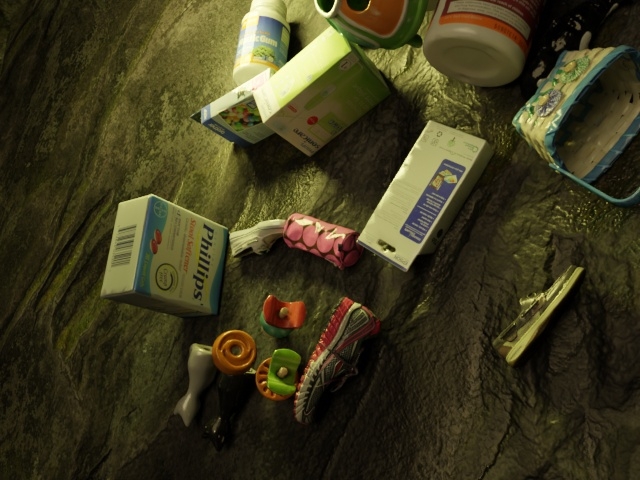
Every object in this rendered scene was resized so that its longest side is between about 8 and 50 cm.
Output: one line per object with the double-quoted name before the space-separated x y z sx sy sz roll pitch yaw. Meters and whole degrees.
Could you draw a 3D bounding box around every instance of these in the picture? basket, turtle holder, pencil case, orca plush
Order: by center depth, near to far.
"basket" 0.514 -0.212 1.018 0.255 0.201 0.289 -54 41 5
"orca plush" 0.517 -0.423 1.162 0.287 0.102 0.151 -38 55 19
"turtle holder" 0.104 -0.582 1.277 0.243 0.227 0.321 120 138 -54
"pencil case" 0.000 0.000 1.386 0.209 0.095 0.098 19 85 42

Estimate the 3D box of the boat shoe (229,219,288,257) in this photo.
"boat shoe" -0.157 0.001 1.518 0.226 0.083 0.076 -16 74 44

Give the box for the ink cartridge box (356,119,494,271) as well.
"ink cartridge box" 0.232 -0.096 1.270 0.165 0.065 0.333 34 93 39

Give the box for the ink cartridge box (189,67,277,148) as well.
"ink cartridge box" -0.201 -0.358 1.609 0.310 0.185 0.065 -18 64 30

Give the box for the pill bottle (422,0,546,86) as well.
"pill bottle" 0.389 -0.563 1.234 0.223 0.224 0.393 16 83 39

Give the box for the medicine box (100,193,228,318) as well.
"medicine box" -0.414 0.054 1.538 0.149 0.289 0.264 -10 67 35

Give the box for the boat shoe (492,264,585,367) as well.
"boat shoe" 0.402 0.131 1.048 0.073 0.080 0.224 39 101 34

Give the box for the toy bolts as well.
"toy bolts" -0.140 0.248 1.331 0.158 0.218 0.229 125 162 -61

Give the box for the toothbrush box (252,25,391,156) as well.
"toothbrush box" 0.004 -0.379 1.455 0.283 0.206 0.122 -33 56 21

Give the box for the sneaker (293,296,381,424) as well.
"sneaker" 0.029 0.280 1.247 0.111 0.121 0.299 26 99 4

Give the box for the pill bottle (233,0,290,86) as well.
"pill bottle" -0.172 -0.594 1.701 0.152 0.152 0.272 -6 70 34

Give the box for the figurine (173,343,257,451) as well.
"figurine" -0.286 0.398 1.448 0.214 0.092 0.210 19 88 40

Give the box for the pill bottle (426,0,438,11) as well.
"pill bottle" 0.287 -0.751 1.407 0.181 0.181 0.323 8 77 38
